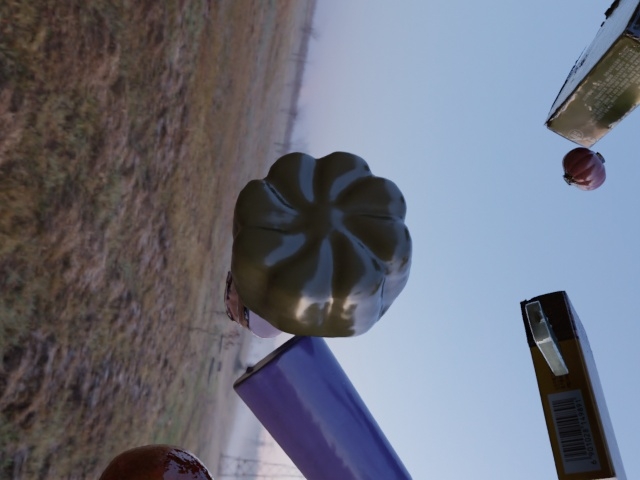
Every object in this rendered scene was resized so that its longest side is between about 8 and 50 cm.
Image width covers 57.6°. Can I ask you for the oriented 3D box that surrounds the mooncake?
[{"bbox_3d":[0.000,0.000,1.157,0.201,0.378,0.379,97,-5,-53],"label":"mooncake"}]

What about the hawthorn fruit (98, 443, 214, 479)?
[{"bbox_3d":[-0.249,0.391,0.868,0.225,0.196,0.197,-175,-88,-68],"label":"hawthorn fruit"}]

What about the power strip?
[{"bbox_3d":[0.426,0.189,1.093,0.227,0.029,0.080,46,30,-46],"label":"power strip"}]

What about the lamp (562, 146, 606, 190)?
[{"bbox_3d":[0.606,-0.164,1.341,0.092,0.107,0.107,-36,-159,12],"label":"lamp"}]

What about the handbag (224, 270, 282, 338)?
[{"bbox_3d":[-0.171,0.164,1.642,0.116,0.179,0.205,13,-76,54],"label":"handbag"}]

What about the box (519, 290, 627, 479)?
[{"bbox_3d":[0.574,0.350,1.321,0.264,0.115,0.416,41,38,-46],"label":"box"}]

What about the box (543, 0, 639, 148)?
[{"bbox_3d":[0.698,-0.451,1.281,0.373,0.138,0.420,-58,173,-12],"label":"box"}]

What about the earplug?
[{"bbox_3d":[0.031,0.414,1.206,0.456,0.215,0.215,54,-12,3],"label":"earplug"}]
